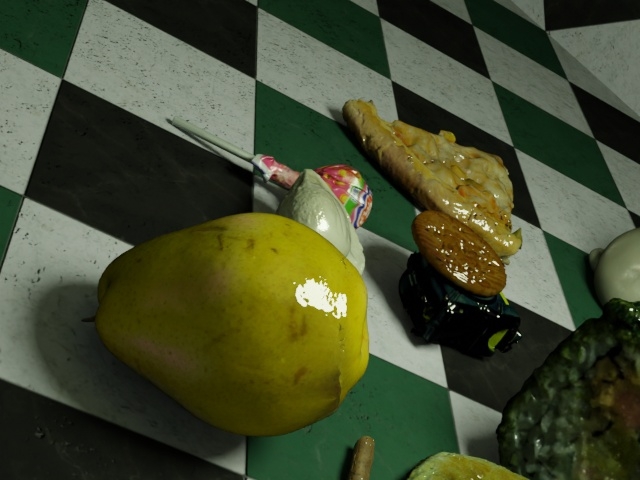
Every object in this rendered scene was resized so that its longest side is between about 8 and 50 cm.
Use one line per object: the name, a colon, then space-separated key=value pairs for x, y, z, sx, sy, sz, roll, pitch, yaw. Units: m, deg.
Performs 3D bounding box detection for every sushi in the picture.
sushi: x=0.431 y=0.272 z=1.646 sx=0.294 sy=0.352 sz=0.178 roll=47 pitch=27 yaw=24

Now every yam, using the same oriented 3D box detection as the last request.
yam: x=0.049 y=0.306 z=1.507 sx=0.032 sy=0.032 sz=0.145 roll=32 pitch=29 yaw=-8

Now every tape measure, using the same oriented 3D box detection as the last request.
tape measure: x=0.220 y=0.096 z=1.933 sx=0.199 sy=0.112 sz=0.186 roll=17 pitch=36 yaw=-35

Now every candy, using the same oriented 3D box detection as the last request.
candy: x=-0.083 y=-0.124 z=1.962 sx=0.365 sy=0.124 sz=0.124 roll=27 pitch=28 yaw=2

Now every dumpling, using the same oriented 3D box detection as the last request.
dumpling: x=0.001 y=-0.004 z=1.828 sx=0.166 sy=0.126 sz=0.216 roll=31 pitch=27 yaw=-29

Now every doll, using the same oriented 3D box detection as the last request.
doll: x=0.710 y=0.040 z=2.354 sx=0.215 sy=0.370 sz=0.226 roll=7 pitch=58 yaw=-40

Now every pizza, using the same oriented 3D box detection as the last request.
pizza: x=0.271 y=-0.109 z=2.336 sx=0.435 sy=0.080 sz=0.392 roll=13 pitch=36 yaw=-34

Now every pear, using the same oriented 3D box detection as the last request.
pear: x=-0.106 y=0.103 z=1.440 sx=0.285 sy=0.336 sz=0.284 roll=8 pitch=81 yaw=-63

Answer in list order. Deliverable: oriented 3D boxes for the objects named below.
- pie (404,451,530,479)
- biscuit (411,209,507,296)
pie: x=0.236 y=0.381 z=1.506 sx=0.323 sy=0.070 sz=0.323 roll=15 pitch=19 yaw=-6
biscuit: x=0.229 y=0.017 z=1.917 sx=0.188 sy=0.027 sz=0.188 roll=27 pitch=31 yaw=-18
